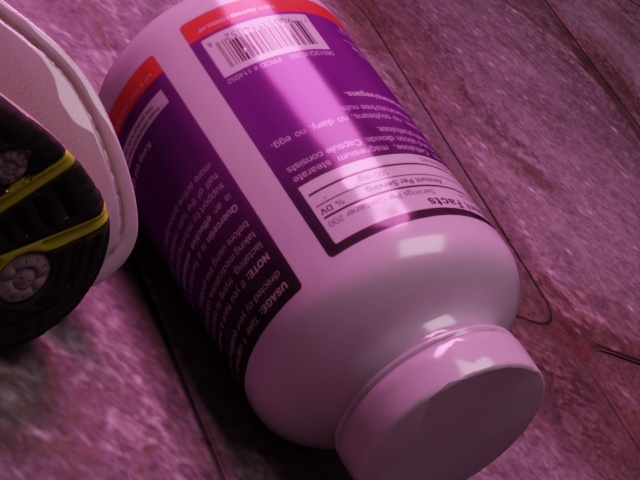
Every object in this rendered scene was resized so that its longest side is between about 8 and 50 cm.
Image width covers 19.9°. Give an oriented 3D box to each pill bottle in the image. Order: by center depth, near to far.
[{"bbox_3d":[0.000,0.000,1.125,0.181,0.181,0.323,12,37,-49],"label":"pill bottle"}]

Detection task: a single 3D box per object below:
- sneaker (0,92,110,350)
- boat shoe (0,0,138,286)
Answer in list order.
[{"bbox_3d":[-0.264,-0.066,0.896,0.385,0.145,0.147,30,11,-39],"label":"sneaker"},{"bbox_3d":[-0.214,-0.094,1.066,0.302,0.114,0.091,56,-15,4],"label":"boat shoe"}]
